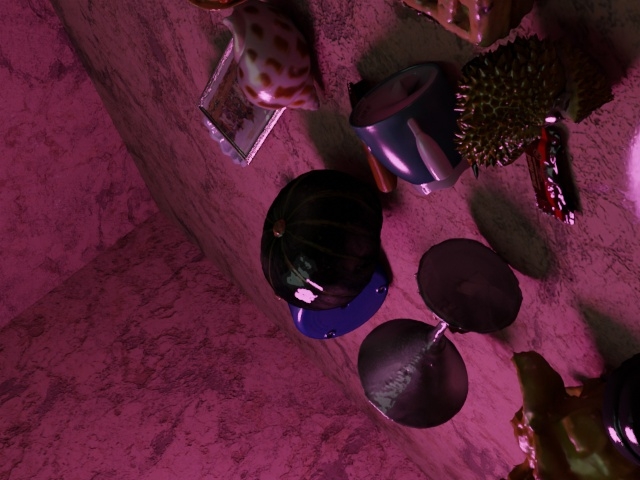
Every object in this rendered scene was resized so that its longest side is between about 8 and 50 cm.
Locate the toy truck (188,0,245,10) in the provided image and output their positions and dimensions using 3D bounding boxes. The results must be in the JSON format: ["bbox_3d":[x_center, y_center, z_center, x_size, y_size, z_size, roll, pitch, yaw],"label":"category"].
[{"bbox_3d":[-0.132,-0.490,1.224,0.204,0.288,0.212,51,-172,-10],"label":"toy truck"}]

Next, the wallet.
[{"bbox_3d":[0.093,-0.192,1.454,0.161,0.042,0.195,60,-162,-29],"label":"wallet"}]

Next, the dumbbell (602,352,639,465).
[{"bbox_3d":[0.548,0.243,1.114,0.185,0.185,0.388,51,163,-2],"label":"dumbbell"}]

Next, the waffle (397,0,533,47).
[{"bbox_3d":[0.130,-0.434,0.903,0.261,0.114,0.376,43,162,32],"label":"waffle"}]

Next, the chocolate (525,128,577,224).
[{"bbox_3d":[0.341,-0.100,1.198,0.086,0.028,0.182,37,161,46],"label":"chocolate"}]

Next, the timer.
[{"bbox_3d":[-0.015,0.045,2.144,0.384,0.270,0.270,57,171,40],"label":"timer"}]

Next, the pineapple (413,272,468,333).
[{"bbox_3d":[0.289,0.134,1.803,0.221,0.047,0.221,45,161,20],"label":"pineapple"}]

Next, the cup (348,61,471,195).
[{"bbox_3d":[0.161,-0.173,1.297,0.173,0.167,0.300,52,-168,-26],"label":"cup"}]

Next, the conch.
[{"bbox_3d":[-0.088,-0.351,1.579,0.148,0.183,0.275,8,152,20],"label":"conch"}]

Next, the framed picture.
[{"bbox_3d":[-0.189,-0.334,1.906,0.217,0.017,0.274,47,136,8],"label":"framed picture"}]

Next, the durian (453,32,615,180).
[{"bbox_3d":[0.243,-0.178,1.017,0.138,0.193,0.237,57,144,1],"label":"durian"}]

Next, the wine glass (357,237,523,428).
[{"bbox_3d":[0.237,0.189,1.626,0.267,0.267,0.406,45,150,19],"label":"wine glass"}]

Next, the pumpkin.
[{"bbox_3d":[0.000,0.000,1.799,0.241,0.323,0.323,21,176,-25],"label":"pumpkin"}]

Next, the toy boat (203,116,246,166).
[{"bbox_3d":[-0.225,-0.313,2.103,0.199,0.100,0.290,48,164,7],"label":"toy boat"}]

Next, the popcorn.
[{"bbox_3d":[0.483,0.364,1.462,0.326,0.289,0.321,-48,-40,-80],"label":"popcorn"}]
